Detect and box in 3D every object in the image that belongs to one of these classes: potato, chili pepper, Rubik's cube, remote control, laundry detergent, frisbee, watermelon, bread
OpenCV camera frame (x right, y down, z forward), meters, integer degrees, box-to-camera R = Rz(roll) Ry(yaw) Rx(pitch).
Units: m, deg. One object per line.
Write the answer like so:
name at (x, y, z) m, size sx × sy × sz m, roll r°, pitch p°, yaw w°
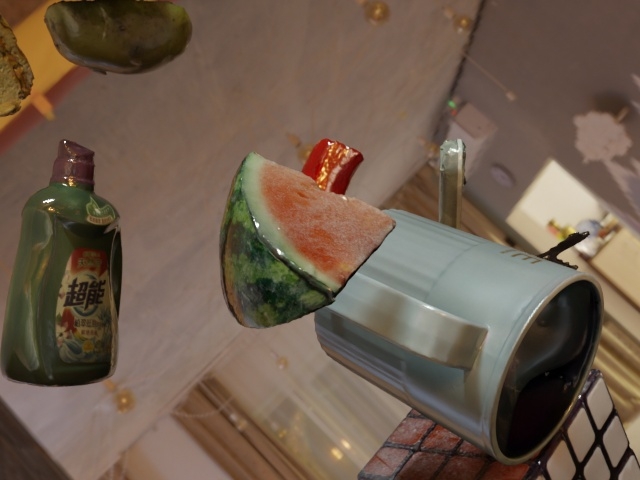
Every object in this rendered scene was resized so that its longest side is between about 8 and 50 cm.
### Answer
potato at (-0.366, -0.361, 1.566) m, size 0.271 × 0.111 × 0.160 m, roll -7°, pitch -14°, yaw -26°
chili pepper at (-0.014, -0.060, 1.942) m, size 0.134 × 0.131 × 0.339 m, roll 6°, pitch 75°, yaw 54°
Rubik's cube at (0.330, 0.448, 1.486) m, size 0.344 × 0.337 × 0.343 m, roll -4°, pitch 27°, yaw 48°
remote control at (0.249, -0.074, 1.612) m, size 0.104 × 0.052 × 0.248 m, roll -78°, pitch -13°, yaw -62°
laundry detergent at (-0.229, 0.020, 0.787) m, size 0.144 × 0.078 × 0.222 m, roll 14°, pitch -100°, yaw -69°
frisbee at (0.411, 0.023, 1.509) m, size 0.210 × 0.012 × 0.187 m, roll 7°, pitch -27°, yaw -28°
watermelon at (-0.018, -0.007, 0.862) m, size 0.202 × 0.136 × 0.207 m, roll -39°, pitch 31°, yaw -17°
bread at (-0.554, -0.304, 1.365) m, size 0.128 × 0.088 × 0.232 m, roll -49°, pitch -32°, yaw -23°

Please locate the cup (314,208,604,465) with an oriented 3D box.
cup at (0.153, 0.124, 1.124) m, size 0.331 × 0.311 × 0.257 m, roll -22°, pitch -56°, yaw -41°
